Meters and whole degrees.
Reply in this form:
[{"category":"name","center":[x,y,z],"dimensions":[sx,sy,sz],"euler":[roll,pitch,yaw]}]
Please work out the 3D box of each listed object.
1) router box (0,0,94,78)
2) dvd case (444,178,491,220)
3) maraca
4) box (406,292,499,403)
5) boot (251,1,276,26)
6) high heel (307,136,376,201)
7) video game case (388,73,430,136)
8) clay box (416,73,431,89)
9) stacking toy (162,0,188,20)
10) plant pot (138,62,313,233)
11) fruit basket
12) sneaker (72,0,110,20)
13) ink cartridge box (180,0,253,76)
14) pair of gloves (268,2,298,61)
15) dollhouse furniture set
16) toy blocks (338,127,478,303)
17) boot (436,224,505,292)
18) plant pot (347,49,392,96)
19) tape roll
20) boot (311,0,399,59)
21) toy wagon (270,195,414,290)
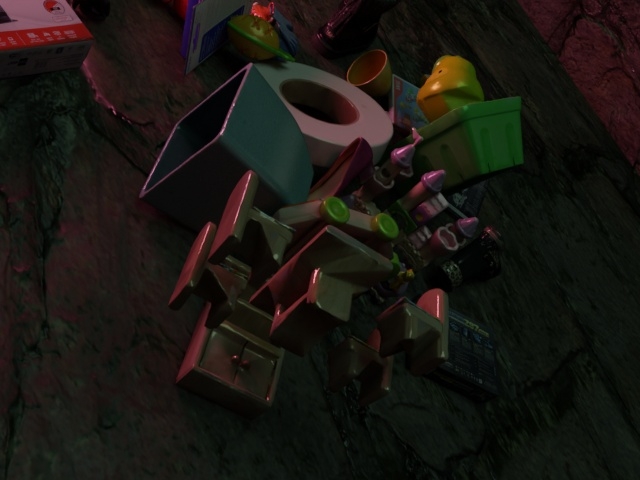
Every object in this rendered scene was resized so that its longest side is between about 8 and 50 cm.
[{"category":"router box","center":[-0.652,-0.438,1.192],"dimensions":[0.301,0.082,0.335],"euler":[52,41,5]},{"category":"dvd case","center":[0.414,-0.159,1.896],"dimensions":[0.164,0.018,0.221],"euler":[36,57,-14]},{"category":"maraca","center":[-0.146,-0.488,1.583],"dimensions":[0.185,0.099,0.127],"euler":[23,23,-26]},{"category":"box","center":[0.304,0.248,1.489],"dimensions":[0.232,0.059,0.183],"euler":[28,45,-20]},{"category":"boot","center":[-0.171,-0.601,1.760],"dimensions":[0.084,0.059,0.158],"euler":[34,34,-10]},{"category":"high heel","center":[0.014,-0.125,1.405],"dimensions":[0.082,0.244,0.117],"euler":[57,-2,36]},{"category":"video game case","center":[0.325,-0.369,1.962],"dimensions":[0.285,0.025,0.204],"euler":[21,54,-26]},{"category":"clay box","center":[0.421,-0.448,2.146],"dimensions":[0.127,0.053,0.222],"euler":[-9,66,-44]},{"category":"stacking toy","center":[-0.409,-0.656,1.556],"dimensions":[0.330,0.141,0.141],"euler":[40,41,-20]},{"category":"plant pot","center":[-0.154,-0.139,1.276],"dimensions":[0.252,0.247,0.247],"euler":[41,39,-28]},{"category":"fruit basket","center":[0.329,-0.313,1.692],"dimensions":[0.282,0.392,0.392],"euler":[-16,69,-33]},{"category":"sneaker","center":[-0.515,-0.569,1.425],"dimensions":[0.087,0.130,0.227],"euler":[1,30,-35]},{"category":"ink cartridge box","center":[-0.252,-0.548,1.548],"dimensions":[0.069,0.176,0.371],"euler":[23,42,2]},{"category":"pair of gloves","center":[-0.101,-0.534,1.741],"dimensions":[0.159,0.023,0.198],"euler":[47,36,-47]},{"category":"dollhouse furniture set","center":[-0.049,0.086,1.055],"dimensions":[0.362,0.394,0.257],"euler":[30,43,-19]},{"category":"toy blocks","center":[0.209,-0.068,1.503],"dimensions":[0.309,0.260,0.289],"euler":[-28,79,-49]},{"category":"boot","center":[0.385,0.070,1.670],"dimensions":[0.178,0.236,0.085],"euler":[-35,62,-8]},{"category":"plant pot","center":[0.160,-0.479,1.904],"dimensions":[0.095,0.134,0.134],"euler":[41,35,-42]},{"category":"tape roll","center":[-0.010,-0.311,1.568],"dimensions":[0.391,0.072,0.392],"euler":[17,35,-13]},{"category":"boot","center":[0.140,-0.688,1.935],"dimensions":[0.131,0.260,0.348],"euler":[44,41,-3]},{"category":"toy wagon","center":[0.035,0.029,1.272],"dimensions":[0.344,0.267,0.068],"euler":[15,50,-33]}]
